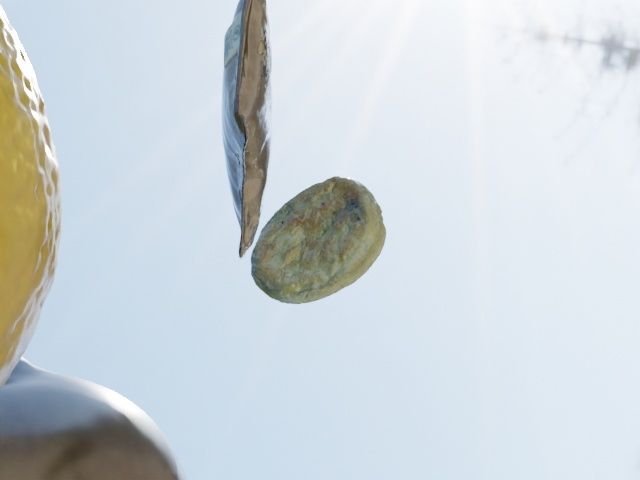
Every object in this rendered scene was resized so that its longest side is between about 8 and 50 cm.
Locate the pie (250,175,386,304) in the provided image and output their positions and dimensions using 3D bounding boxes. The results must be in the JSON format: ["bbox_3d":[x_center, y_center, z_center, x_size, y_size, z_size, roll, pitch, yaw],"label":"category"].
[{"bbox_3d":[-0.002,0.000,0.876,0.021,0.084,0.084,54,-125,-40],"label":"pie"}]

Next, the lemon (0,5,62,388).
[{"bbox_3d":[-0.220,-0.026,0.640,0.228,0.228,0.253,-42,-48,-46],"label":"lemon"}]

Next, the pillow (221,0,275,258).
[{"bbox_3d":[-0.047,-0.084,1.078,0.217,0.033,0.130,92,-175,-62],"label":"pillow"}]

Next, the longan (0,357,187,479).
[{"bbox_3d":[-0.264,0.233,1.174,0.361,0.361,0.361,-35,-48,-51],"label":"longan"}]
